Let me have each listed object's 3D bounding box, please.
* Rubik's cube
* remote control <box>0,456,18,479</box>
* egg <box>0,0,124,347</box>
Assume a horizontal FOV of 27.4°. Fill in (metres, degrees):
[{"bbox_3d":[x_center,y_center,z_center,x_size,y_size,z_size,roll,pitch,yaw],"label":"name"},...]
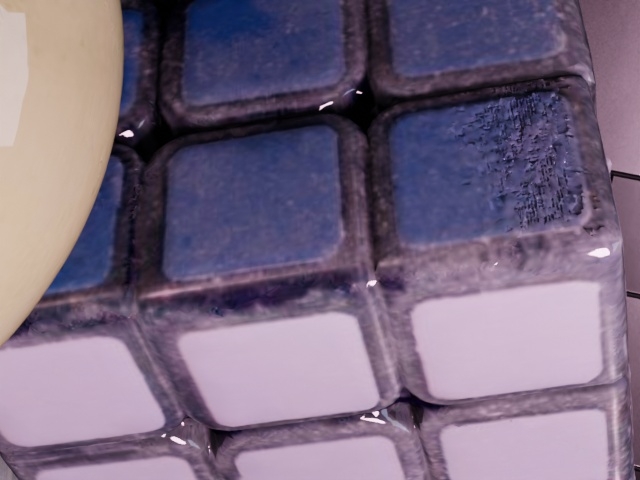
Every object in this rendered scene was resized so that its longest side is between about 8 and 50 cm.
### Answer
[{"bbox_3d":[0.000,0.000,0.711,0.304,0.300,0.305,73,13,-51],"label":"Rubik's cube"},{"bbox_3d":[-0.195,0.075,0.735,0.104,0.052,0.247,-39,137,-69],"label":"remote control"},{"bbox_3d":[-0.169,-0.044,0.460,0.188,0.188,0.254,-23,134,-72],"label":"egg"}]
